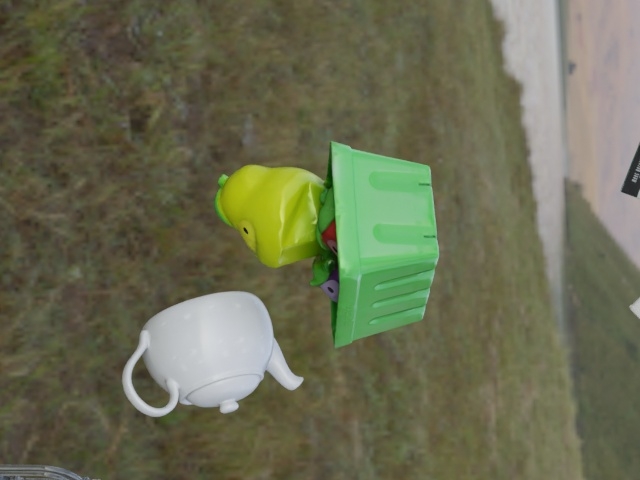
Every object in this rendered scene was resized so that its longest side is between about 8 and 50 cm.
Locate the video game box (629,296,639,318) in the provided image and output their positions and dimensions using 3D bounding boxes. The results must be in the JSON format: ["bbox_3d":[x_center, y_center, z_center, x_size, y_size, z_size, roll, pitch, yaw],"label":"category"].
[{"bbox_3d":[0.539,0.128,1.633,0.187,0.205,0.048,-24,156,-53],"label":"video game box"}]

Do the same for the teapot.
[{"bbox_3d":[-0.192,0.214,2.087,0.252,0.256,0.187,48,23,-70],"label":"teapot"}]

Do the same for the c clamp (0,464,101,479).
[{"bbox_3d":[-0.368,0.319,1.576,0.137,0.160,0.022,58,34,-64],"label":"c clamp"}]

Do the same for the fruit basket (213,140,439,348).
[{"bbox_3d":[0.000,0.000,2.011,0.392,0.392,0.283,62,22,-63],"label":"fruit basket"}]

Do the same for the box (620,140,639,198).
[{"bbox_3d":[0.655,-0.091,2.051,0.060,0.244,0.100,-34,144,-62],"label":"box"}]
